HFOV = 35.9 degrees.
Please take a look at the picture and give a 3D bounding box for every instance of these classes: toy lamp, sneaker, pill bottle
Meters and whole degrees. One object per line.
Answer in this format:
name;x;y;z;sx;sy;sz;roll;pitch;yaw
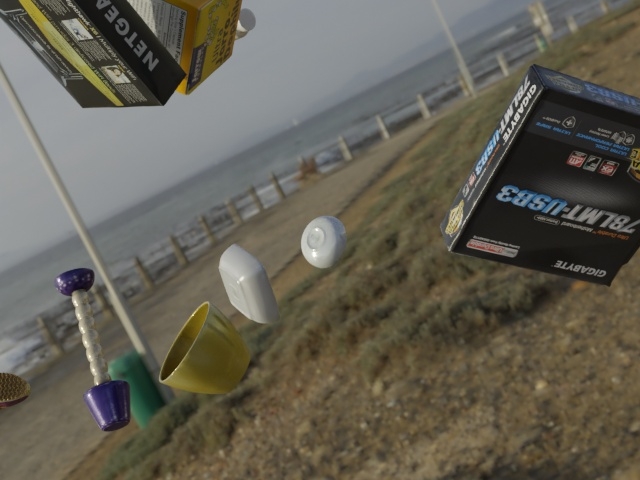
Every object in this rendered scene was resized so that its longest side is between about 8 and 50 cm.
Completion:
toy lamp;-0.374;0.180;1.638;0.080;0.275;0.080;-19;-20;-7
sneaker;-0.649;0.311;1.929;0.185;0.084;0.070;-7;51;2
pill bottle;-0.193;-0.462;2.131;0.116;0.065;0.065;-6;20;48

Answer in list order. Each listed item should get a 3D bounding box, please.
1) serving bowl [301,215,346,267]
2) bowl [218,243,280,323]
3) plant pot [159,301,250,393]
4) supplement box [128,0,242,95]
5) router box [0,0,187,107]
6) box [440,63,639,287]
serving bowl;0.000;0.000;1.536;0.083;0.083;0.027;-22;-25;34
bowl;-0.142;0.090;1.890;0.053;0.142;0.142;-29;32;-20
plant pot;-0.160;0.171;1.443;0.134;0.095;0.134;-51;16;21
supplement box;-0.349;-0.462;1.885;0.195;0.356;0.194;-54;-13;-47
router box;-0.402;-0.352;1.629;0.242;0.309;0.081;7;56;43
box;0.367;-0.081;1.438;0.073;0.295;0.293;-102;32;-51
